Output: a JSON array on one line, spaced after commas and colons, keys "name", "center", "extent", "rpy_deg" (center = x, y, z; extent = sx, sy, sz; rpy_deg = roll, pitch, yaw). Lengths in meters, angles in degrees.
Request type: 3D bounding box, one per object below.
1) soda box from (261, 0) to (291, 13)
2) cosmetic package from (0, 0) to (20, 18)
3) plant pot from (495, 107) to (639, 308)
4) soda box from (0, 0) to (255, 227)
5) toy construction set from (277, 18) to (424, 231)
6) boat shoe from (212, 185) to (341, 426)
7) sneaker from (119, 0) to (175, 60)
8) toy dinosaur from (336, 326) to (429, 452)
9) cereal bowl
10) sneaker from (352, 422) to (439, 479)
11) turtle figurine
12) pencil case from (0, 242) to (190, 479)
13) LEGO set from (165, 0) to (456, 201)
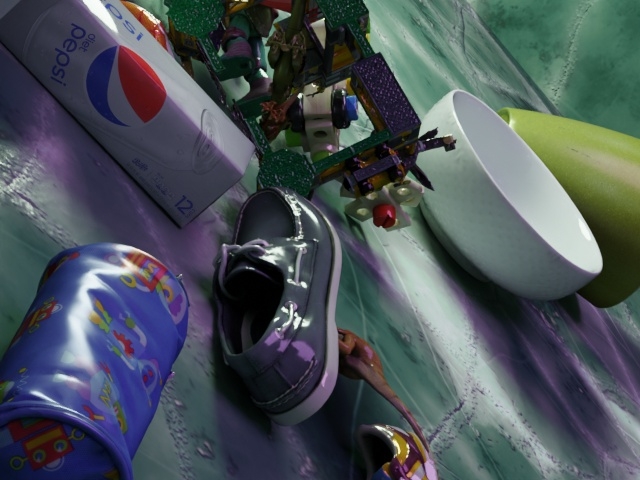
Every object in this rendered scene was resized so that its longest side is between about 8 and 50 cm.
[{"name": "soda box", "center": [-0.136, -0.361, 2.147], "extent": [0.263, 0.092, 0.083], "rpy_deg": [17, 32, 1]}, {"name": "cosmetic package", "center": [-0.303, -0.350, 1.741], "extent": [0.156, 0.217, 0.385], "rpy_deg": [44, 18, -19]}, {"name": "plant pot", "center": [0.382, -0.082, 2.818], "extent": [0.293, 0.275, 0.275], "rpy_deg": [29, 24, -14]}, {"name": "soda box", "center": [-0.196, -0.154, 1.804], "extent": [0.286, 0.091, 0.098], "rpy_deg": [47, 19, -11]}, {"name": "toy construction set", "center": [0.021, -0.164, 2.278], "extent": [0.215, 0.151, 0.328], "rpy_deg": [76, -2, -57]}, {"name": "boat shoe", "center": [-0.050, 0.038, 1.747], "extent": [0.099, 0.116, 0.319], "rpy_deg": [43, 24, -33]}, {"name": "sneaker", "center": [-0.195, -0.197, 1.941], "extent": [0.067, 0.064, 0.175], "rpy_deg": [7, 43, -51]}, {"name": "toy dinosaur", "center": [0.040, 0.123, 1.805], "extent": [0.112, 0.064, 0.211], "rpy_deg": [22, 14, -26]}, {"name": "cereal bowl", "center": [0.243, -0.044, 2.551], "extent": [0.339, 0.141, 0.339], "rpy_deg": [45, 19, -19]}, {"name": "sneaker", "center": [0.086, 0.256, 1.738], "extent": [0.084, 0.069, 0.185], "rpy_deg": [21, 28, -41]}, {"name": "turtle figurine", "center": [-0.111, -0.269, 2.208], "extent": [0.175, 0.118, 0.234], "rpy_deg": [34, 30, -42]}, {"name": "pencil case", "center": [-0.173, 0.110, 1.308], "extent": [0.133, 0.119, 0.306], "rpy_deg": [48, 18, -15]}, {"name": "LEGO set", "center": [-0.025, -0.158, 2.030], "extent": [0.331, 0.255, 0.192], "rpy_deg": [54, -13, 14]}]
